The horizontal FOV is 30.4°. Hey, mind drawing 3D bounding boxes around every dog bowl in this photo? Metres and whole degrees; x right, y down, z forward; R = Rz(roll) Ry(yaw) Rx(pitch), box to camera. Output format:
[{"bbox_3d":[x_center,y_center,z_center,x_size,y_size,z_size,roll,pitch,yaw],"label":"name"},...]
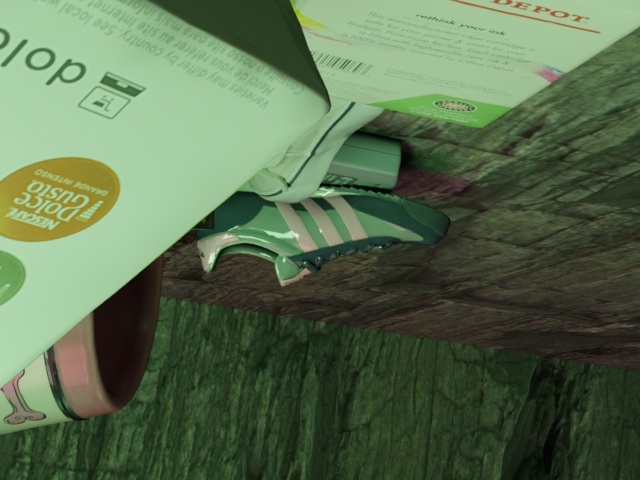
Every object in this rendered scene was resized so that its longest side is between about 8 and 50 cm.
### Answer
[{"bbox_3d":[-0.288,0.026,1.363,0.151,0.407,0.408,3,168,5],"label":"dog bowl"}]

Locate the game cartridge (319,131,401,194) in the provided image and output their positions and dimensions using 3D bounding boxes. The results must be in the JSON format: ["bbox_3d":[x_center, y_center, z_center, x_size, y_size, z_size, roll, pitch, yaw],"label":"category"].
[{"bbox_3d":[-0.014,-0.087,1.516,0.198,0.062,0.297,6,169,-17],"label":"game cartridge"}]

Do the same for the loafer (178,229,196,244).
[{"bbox_3d":[-0.203,-0.057,1.660,0.102,0.092,0.268,14,171,-11],"label":"loafer"}]

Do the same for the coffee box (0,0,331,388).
[{"bbox_3d":[-0.263,-0.128,0.475,0.334,0.338,0.338,-38,145,24],"label":"coffee box"}]

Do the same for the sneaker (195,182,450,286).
[{"bbox_3d":[0.000,0.000,1.476,0.319,0.131,0.112,6,168,2],"label":"sneaker"}]

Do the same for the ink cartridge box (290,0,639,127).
[{"bbox_3d":[0.090,-0.191,0.795,0.207,0.119,0.353,10,169,-13],"label":"ink cartridge box"}]

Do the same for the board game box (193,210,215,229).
[{"bbox_3d":[-0.164,-0.086,1.270,0.060,0.194,0.194,8,169,17],"label":"board game box"}]

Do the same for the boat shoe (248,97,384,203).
[{"bbox_3d":[-0.051,-0.132,1.124,0.157,0.135,0.367,10,165,-15],"label":"boat shoe"}]
